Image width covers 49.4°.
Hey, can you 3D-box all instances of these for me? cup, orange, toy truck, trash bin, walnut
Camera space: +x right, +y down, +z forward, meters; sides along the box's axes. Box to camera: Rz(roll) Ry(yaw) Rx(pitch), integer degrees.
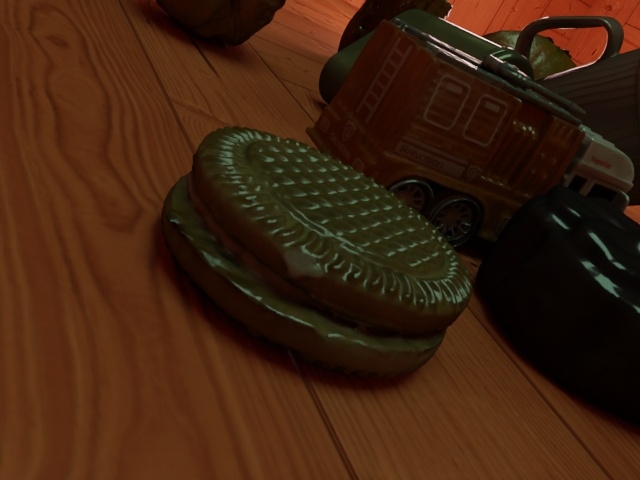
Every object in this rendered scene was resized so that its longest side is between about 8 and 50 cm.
[{"bbox_3d":[0.386,-0.177,1.031,0.288,0.273,0.208,54,55,-25],"label":"cup"},{"bbox_3d":[0.388,-0.296,1.430,0.310,0.274,0.274,47,18,-15],"label":"orange"},{"bbox_3d":[0.200,-0.103,0.835,0.388,0.206,0.173,16,26,-31],"label":"toy truck"},{"bbox_3d":[0.147,-0.233,1.050,0.247,0.243,0.121,48,-12,45],"label":"trash bin"},{"bbox_3d":[-0.158,-0.430,1.092,0.225,0.257,0.257,-13,36,-12],"label":"walnut"}]

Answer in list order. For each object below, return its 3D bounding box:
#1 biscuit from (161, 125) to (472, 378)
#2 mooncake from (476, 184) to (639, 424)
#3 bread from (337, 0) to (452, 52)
[{"bbox_3d":[0.000,0.000,0.540,0.259,0.079,0.259,27,22,-12],"label":"biscuit"},{"bbox_3d":[0.308,0.063,0.707,0.283,0.141,0.283,25,25,-13],"label":"mooncake"},{"bbox_3d":[0.147,-0.450,1.487,0.111,0.234,0.184,18,26,-34],"label":"bread"}]
